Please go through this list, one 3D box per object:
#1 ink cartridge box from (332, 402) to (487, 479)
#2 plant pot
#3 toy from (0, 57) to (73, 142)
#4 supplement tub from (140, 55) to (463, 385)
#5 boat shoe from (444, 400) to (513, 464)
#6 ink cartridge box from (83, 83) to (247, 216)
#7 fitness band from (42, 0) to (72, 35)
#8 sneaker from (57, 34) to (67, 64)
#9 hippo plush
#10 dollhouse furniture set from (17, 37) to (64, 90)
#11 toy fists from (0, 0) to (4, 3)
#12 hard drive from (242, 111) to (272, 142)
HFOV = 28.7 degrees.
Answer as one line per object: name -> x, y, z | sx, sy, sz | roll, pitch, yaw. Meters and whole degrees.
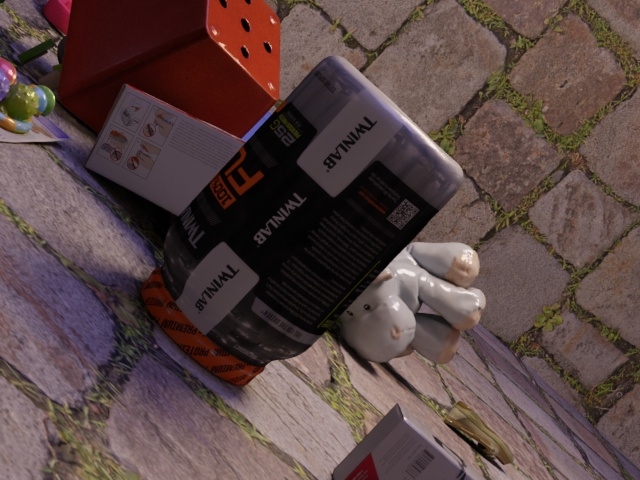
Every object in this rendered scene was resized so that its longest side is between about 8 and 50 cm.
ink cartridge box -> 0.104, 0.268, 1.341 | 0.150, 0.109, 0.063 | 42, 5, -8
plant pot -> -0.205, -0.280, 1.885 | 0.267, 0.236, 0.267 | 42, 37, -43
toy -> -0.381, -0.182, 1.522 | 0.137, 0.056, 0.237 | 42, 7, 5
supplement tub -> -0.026, -0.016, 1.363 | 0.207, 0.338, 0.207 | 42, 7, -6
boat shoe -> 0.275, 0.342, 2.162 | 0.153, 0.048, 0.056 | 47, -7, -24
ink cartridge box -> -0.115, -0.068, 1.705 | 0.309, 0.130, 0.272 | 27, 1, 20
fitness band -> -0.455, -0.412, 2.489 | 0.209, 0.054, 0.291 | 41, 6, -14
sneaker -> -0.336, -0.235, 2.029 | 0.267, 0.101, 0.106 | 46, -9, -35
hippo plush -> 0.130, 0.078, 2.059 | 0.236, 0.234, 0.294 | -10, 82, -67
dollhouse furniture set -> -0.387, -0.222, 1.863 | 0.151, 0.059, 0.076 | 61, -5, -14
toy fists -> -0.575, -0.456, 1.929 | 0.142, 0.096, 0.279 | 50, -1, -42
hard drive -> -0.089, -0.086, 2.077 | 0.210, 0.040, 0.318 | 40, 34, -21
